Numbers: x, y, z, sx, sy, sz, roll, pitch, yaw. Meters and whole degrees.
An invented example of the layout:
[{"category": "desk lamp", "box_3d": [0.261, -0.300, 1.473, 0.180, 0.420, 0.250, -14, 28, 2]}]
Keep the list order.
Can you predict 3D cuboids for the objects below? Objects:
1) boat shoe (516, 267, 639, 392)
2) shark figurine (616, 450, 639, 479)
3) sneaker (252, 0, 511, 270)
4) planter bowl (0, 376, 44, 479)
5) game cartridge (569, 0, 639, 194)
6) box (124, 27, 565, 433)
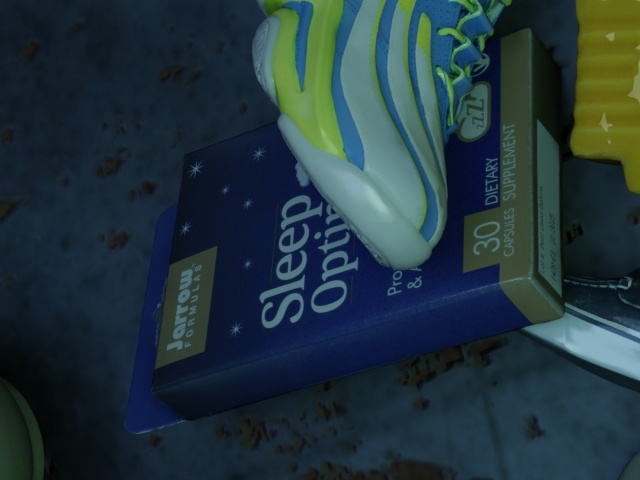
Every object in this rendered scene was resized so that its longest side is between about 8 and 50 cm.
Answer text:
[{"category": "boat shoe", "box_3d": [0.157, 0.026, 0.692, 0.183, 0.065, 0.083, 20, 84, 30]}, {"category": "shark figurine", "box_3d": [0.141, 0.231, 0.662, 0.166, 0.116, 0.278, -36, 70, 25]}, {"category": "sneaker", "box_3d": [0.038, -0.102, 0.707, 0.126, 0.091, 0.240, -29, 47, 14]}, {"category": "planter bowl", "box_3d": [-0.210, 0.116, 0.865, 0.162, 0.109, 0.162, -1, 87, 30]}, {"category": "game cartridge", "box_3d": [0.239, -0.173, 0.647, 0.285, 0.052, 0.324, 2, 86, 30]}, {"category": "box", "box_3d": [0.000, 0.000, 0.757, 0.225, 0.036, 0.136, -19, 47, 29]}]
